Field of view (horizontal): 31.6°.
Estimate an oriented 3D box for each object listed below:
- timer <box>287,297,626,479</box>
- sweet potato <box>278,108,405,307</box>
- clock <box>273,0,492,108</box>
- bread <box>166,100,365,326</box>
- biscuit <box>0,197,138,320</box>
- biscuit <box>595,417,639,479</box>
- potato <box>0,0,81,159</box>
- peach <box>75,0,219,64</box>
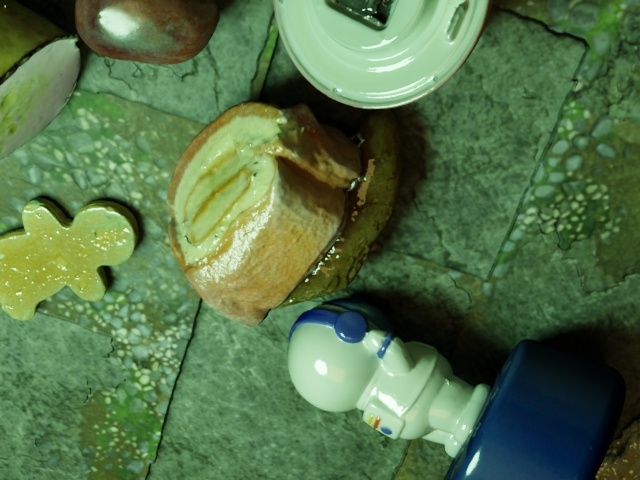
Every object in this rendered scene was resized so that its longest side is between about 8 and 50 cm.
[{"bbox_3d":[0.135,0.191,1.345,0.383,0.270,0.270,28,122,8],"label":"timer"},{"bbox_3d":[0.004,0.001,1.316,0.114,0.092,0.341,46,119,9],"label":"sweet potato"},{"bbox_3d":[0.058,-0.251,1.103,0.244,0.056,0.244,4,97,33],"label":"clock"},{"bbox_3d":[-0.066,-0.048,1.239,0.123,0.190,0.244,16,129,-41],"label":"bread"},{"bbox_3d":[-0.327,0.016,1.405,0.234,0.030,0.153,-25,116,21],"label":"biscuit"},{"bbox_3d":[0.407,0.335,1.489,0.188,0.040,0.265,10,121,2],"label":"biscuit"},{"bbox_3d":[-0.426,-0.202,1.196,0.266,0.229,0.229,39,120,2],"label":"potato"},{"bbox_3d":[-0.186,-0.247,1.156,0.152,0.152,0.152,4,122,6],"label":"peach"}]
